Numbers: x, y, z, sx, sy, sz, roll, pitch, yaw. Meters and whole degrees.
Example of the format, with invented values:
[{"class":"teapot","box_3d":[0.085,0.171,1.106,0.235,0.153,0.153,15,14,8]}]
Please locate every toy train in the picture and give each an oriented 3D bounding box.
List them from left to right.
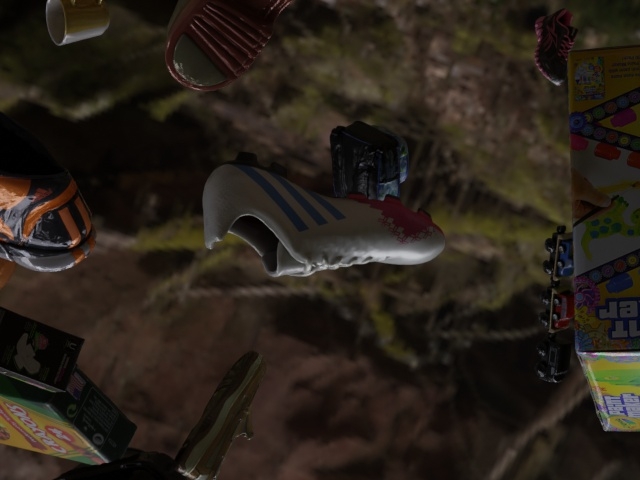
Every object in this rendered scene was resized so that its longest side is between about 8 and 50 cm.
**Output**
[{"class":"toy train","box_3d":[0.233,0.064,1.521,0.027,0.158,0.036,-10,-161,-40]}]

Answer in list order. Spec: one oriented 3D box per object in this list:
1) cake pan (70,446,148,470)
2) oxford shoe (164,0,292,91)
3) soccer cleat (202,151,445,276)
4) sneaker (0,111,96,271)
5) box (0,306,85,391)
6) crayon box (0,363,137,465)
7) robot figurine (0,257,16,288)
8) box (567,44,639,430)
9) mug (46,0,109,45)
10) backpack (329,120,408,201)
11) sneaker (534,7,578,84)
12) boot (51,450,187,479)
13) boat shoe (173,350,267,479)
[{"class":"cake pan","box_3d":[-0.381,0.516,2.822,0.293,0.293,0.054,29,180,30]},{"class":"oxford shoe","box_3d":[-0.058,-0.367,1.911,0.140,0.397,0.146,38,-161,-29]},{"class":"soccer cleat","box_3d":[0.000,0.000,2.027,0.331,0.143,0.116,16,152,-13]},{"class":"sneaker","box_3d":[-0.415,-0.074,1.788,0.321,0.180,0.125,5,-134,16]},{"class":"box","box_3d":[-0.262,0.098,1.391,0.083,0.052,0.062,24,167,-17]},{"class":"crayon box","box_3d":[-0.463,0.245,2.388,0.318,0.081,0.202,7,148,34]},{"class":"robot figurine","box_3d":[-0.509,0.001,2.180,0.219,0.128,0.158,32,-154,31]},{"class":"box","box_3d":[0.327,0.007,1.425,0.177,0.279,0.290,-3,160,14]},{"class":"mug","box_3d":[-0.286,-0.269,1.873,0.064,0.062,0.078,-10,-174,-30]},{"class":"backpack","box_3d":[0.070,-0.100,2.158,0.084,0.114,0.105,-20,-148,-36]},{"class":"sneaker","box_3d":[0.320,-0.263,2.090,0.047,0.057,0.119,29,-132,-36]},{"class":"boot","box_3d":[-0.368,0.419,2.175,0.131,0.348,0.260,56,-140,-2]},{"class":"boat shoe","box_3d":[-0.117,0.239,2.073,0.072,0.190,0.068,33,180,-12]}]
